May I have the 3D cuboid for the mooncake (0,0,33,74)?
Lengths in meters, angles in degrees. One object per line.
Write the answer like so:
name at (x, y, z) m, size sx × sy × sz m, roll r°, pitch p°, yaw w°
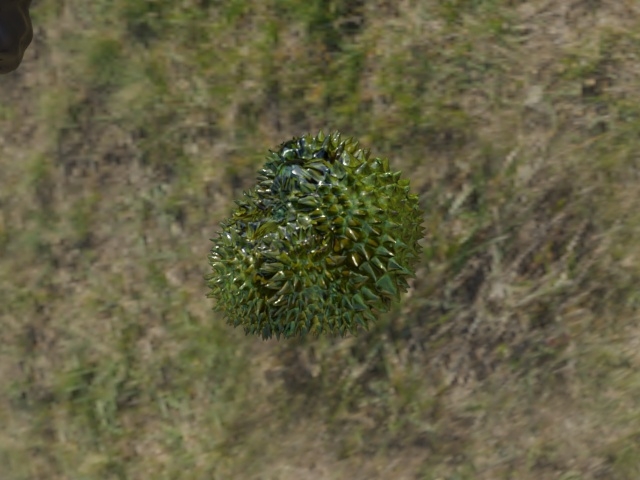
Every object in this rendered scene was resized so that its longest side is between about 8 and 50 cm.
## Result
mooncake at (-0.504, -0.321, 1.804) m, size 0.141 × 0.283 × 0.283 m, roll 2°, pitch 98°, yaw 54°

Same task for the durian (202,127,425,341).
durian at (0.003, 0.001, 1.633) m, size 0.291 × 0.224 × 0.291 m, roll -46°, pitch 25°, yaw 28°
